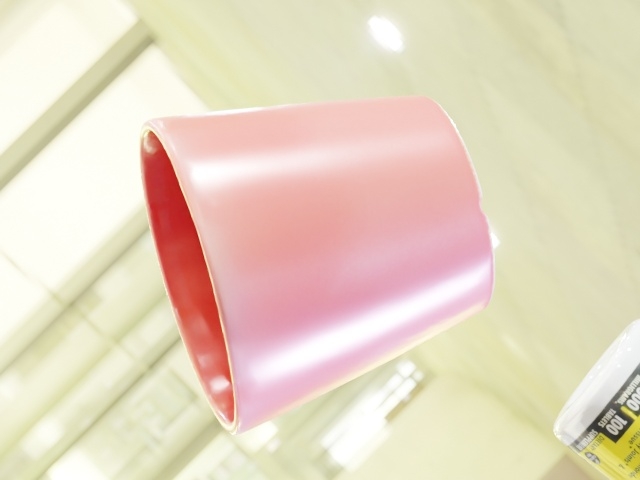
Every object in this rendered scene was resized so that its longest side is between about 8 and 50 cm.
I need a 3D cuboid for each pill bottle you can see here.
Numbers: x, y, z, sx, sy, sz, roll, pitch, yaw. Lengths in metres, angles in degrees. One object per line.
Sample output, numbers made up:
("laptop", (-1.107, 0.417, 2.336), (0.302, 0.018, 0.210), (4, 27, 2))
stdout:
("pill bottle", (0.467, 0.263, 2.341), (0.334, 0.188, 0.188), (37, 176, 5))

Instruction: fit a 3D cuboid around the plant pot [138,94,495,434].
("plant pot", (0.000, 0.000, 1.615), (0.275, 0.243, 0.274), (164, 90, -78))
